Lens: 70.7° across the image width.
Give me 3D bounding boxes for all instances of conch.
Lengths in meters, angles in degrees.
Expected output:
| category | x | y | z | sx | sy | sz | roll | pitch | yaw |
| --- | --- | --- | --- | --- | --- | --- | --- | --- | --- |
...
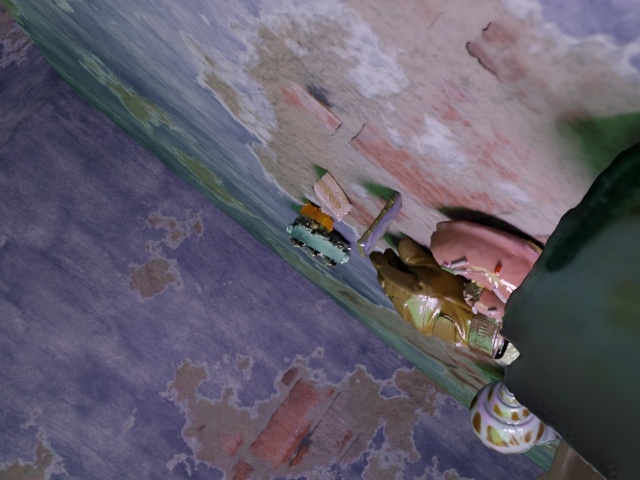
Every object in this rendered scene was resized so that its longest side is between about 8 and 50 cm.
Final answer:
| category | x | y | z | sx | sy | sz | roll | pitch | yaw |
| --- | --- | --- | --- | --- | --- | --- | --- | --- | --- |
| conch | 0.559 | 0.506 | 1.298 | 0.249 | 0.198 | 0.368 | 0 | 160 | 14 |

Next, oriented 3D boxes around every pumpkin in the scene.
| category | x | y | z | sx | sy | sz | roll | pitch | yaw |
| --- | --- | --- | --- | --- | --- | --- | --- | --- | --- |
| pumpkin | -0.009 | -0.055 | 1.182 | 0.083 | 0.054 | 0.074 | 28 | 170 | 27 |

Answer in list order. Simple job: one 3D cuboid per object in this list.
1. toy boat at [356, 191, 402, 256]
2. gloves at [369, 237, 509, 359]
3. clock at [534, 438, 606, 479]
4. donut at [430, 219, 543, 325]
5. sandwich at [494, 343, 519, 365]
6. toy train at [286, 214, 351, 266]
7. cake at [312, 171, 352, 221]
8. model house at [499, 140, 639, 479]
| category | x | y | z | sx | sy | sz | roll | pitch | yaw |
| --- | --- | --- | --- | --- | --- | --- | --- | --- | --- |
| toy boat | 0.103 | -0.026 | 0.782 | 0.016 | 0.115 | 0.063 | 32 | 167 | 23 |
| gloves | 0.222 | 0.113 | 0.906 | 0.331 | 0.141 | 0.154 | 30 | 168 | 34 |
| clock | 0.452 | 0.330 | 0.615 | 0.114 | 0.310 | 0.284 | 40 | 169 | -6 |
| donut | 0.275 | 0.063 | 0.690 | 0.199 | 0.085 | 0.233 | 22 | 163 | 50 |
| sandwich | 0.372 | 0.213 | 0.971 | 0.090 | 0.088 | 0.244 | 35 | 169 | -3 |
| toy train | 0.000 | 0.000 | 1.268 | 0.193 | 0.081 | 0.125 | 29 | -160 | 3 |
| cake | 0.023 | -0.093 | 0.938 | 0.065 | 0.052 | 0.121 | 38 | 169 | 24 |
| model house | 0.339 | 0.102 | 0.316 | 0.284 | 0.244 | 0.298 | 27 | -171 | -31 |
